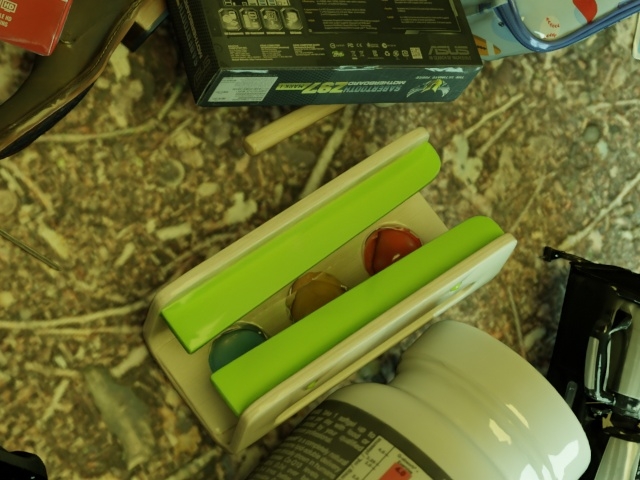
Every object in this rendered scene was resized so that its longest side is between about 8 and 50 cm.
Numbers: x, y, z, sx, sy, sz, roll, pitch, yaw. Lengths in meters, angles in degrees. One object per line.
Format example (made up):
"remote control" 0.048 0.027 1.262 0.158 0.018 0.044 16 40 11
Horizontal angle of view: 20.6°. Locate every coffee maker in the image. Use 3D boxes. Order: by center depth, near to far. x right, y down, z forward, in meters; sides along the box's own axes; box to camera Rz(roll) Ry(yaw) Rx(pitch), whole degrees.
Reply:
"coffee maker" 0.247 0.117 1.512 0.120 0.171 0.178 11 101 -18

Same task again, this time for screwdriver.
"screwdriver" -0.268 -0.021 1.338 0.170 0.025 0.024 36 73 -29

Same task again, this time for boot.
"boot" -0.206 -0.159 1.342 0.106 0.082 0.219 46 61 -6

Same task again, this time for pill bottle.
"pill bottle" 0.030 0.242 1.359 0.363 0.210 0.210 -44 106 -19

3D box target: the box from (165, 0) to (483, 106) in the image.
"box" -0.006 -0.196 1.373 0.232 0.059 0.183 -4 64 -28

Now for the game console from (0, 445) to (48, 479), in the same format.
"game console" -0.345 0.116 1.197 0.361 0.213 0.044 25 78 -34

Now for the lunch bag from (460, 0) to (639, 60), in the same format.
"lunch bag" 0.184 -0.322 1.504 0.243 0.115 0.303 -27 101 -26

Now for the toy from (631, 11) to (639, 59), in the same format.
"toy" 0.376 -0.270 1.621 0.137 0.056 0.237 13 83 -23

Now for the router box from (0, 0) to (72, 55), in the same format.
"router box" -0.290 -0.327 1.192 0.335 0.082 0.301 20 107 -9

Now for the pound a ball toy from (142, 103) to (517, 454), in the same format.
"pound a ball toy" 0.000 0.000 1.416 0.319 0.136 0.208 -33 77 -22
